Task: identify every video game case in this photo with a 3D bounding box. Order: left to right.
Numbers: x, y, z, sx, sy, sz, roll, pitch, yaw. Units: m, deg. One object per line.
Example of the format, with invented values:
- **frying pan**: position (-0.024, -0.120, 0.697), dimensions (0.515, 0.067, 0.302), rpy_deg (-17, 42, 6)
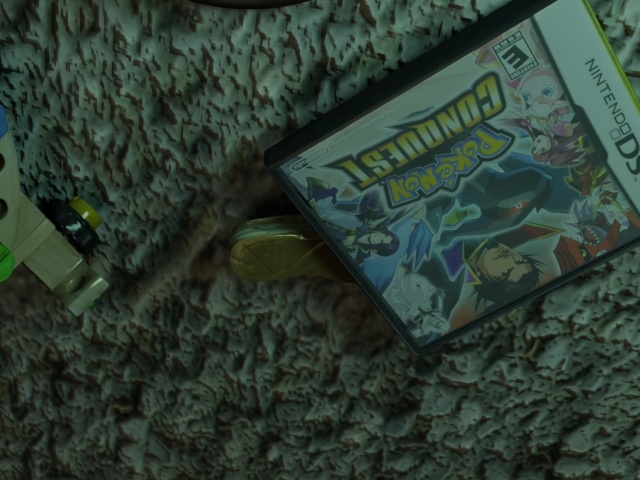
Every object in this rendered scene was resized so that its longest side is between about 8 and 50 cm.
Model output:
- **video game case**: position (0.135, -0.046, 0.818), dimensions (0.274, 0.035, 0.248), rpy_deg (-30, 122, 15)

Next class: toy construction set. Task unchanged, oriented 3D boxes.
- **toy construction set**: position (-0.337, 0.023, 0.872), dimensions (0.308, 0.258, 0.237), rpy_deg (-2, 146, 34)

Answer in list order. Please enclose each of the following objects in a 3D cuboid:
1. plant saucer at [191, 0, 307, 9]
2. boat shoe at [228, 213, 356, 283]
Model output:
- **plant saucer**: position (-0.063, -0.286, 0.662), dimensions (0.310, 0.050, 0.311), rpy_deg (3, 130, 3)
- **boat shoe**: position (0.000, 0.000, 0.893), dimensions (0.170, 0.059, 0.063), rpy_deg (1, 119, -13)
